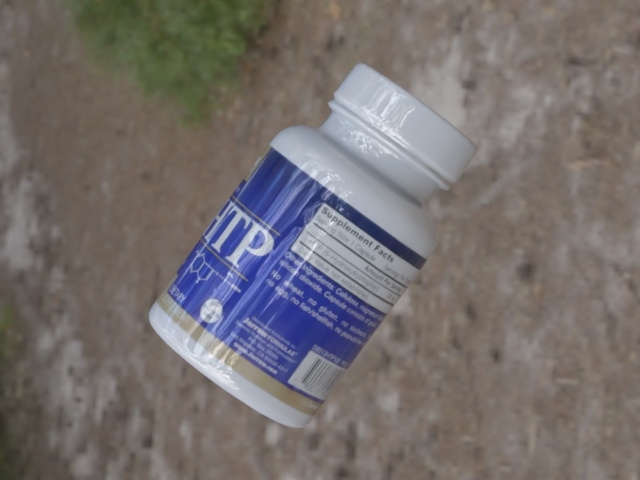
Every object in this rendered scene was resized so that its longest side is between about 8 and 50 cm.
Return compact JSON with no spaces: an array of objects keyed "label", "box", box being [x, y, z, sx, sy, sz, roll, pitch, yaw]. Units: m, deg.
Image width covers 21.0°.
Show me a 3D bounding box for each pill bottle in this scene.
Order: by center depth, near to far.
[{"label":"pill bottle","box":[0.000,0.000,0.963,0.186,0.112,0.112,-54,31,2]}]
